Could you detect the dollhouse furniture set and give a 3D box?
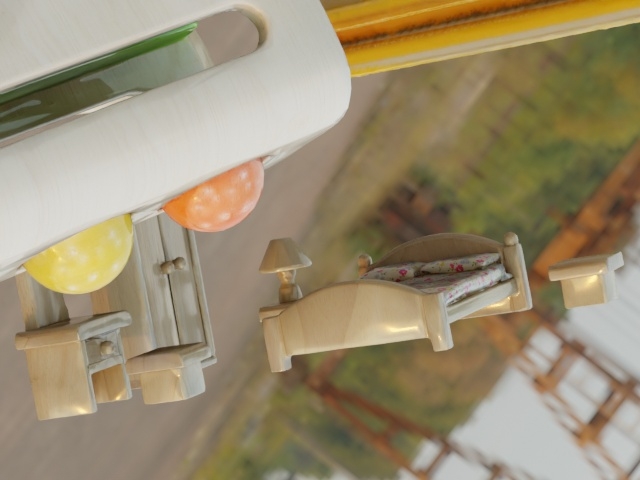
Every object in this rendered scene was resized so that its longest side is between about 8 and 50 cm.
[{"bbox_3d":[0.000,0.000,1.433,0.355,0.174,0.303,-9,-176,23],"label":"dollhouse furniture set"}]

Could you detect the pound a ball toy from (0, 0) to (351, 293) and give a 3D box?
[{"bbox_3d":[-0.129,-0.036,0.942,0.319,0.136,0.208,-24,176,-34],"label":"pound a ball toy"}]

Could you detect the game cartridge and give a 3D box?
[{"bbox_3d":[0.170,-0.213,1.186,0.285,0.053,0.324,-6,-148,48],"label":"game cartridge"}]
